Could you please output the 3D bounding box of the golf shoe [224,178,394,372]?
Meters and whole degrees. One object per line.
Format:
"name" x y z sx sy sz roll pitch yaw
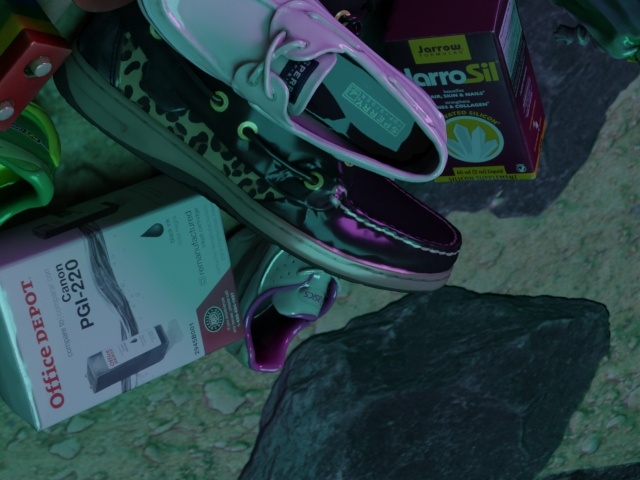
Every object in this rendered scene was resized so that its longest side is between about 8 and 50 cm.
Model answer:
"golf shoe" 0.000 0.000 1.085 0.115 0.140 0.306 21 116 -36

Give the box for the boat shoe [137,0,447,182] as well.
"boat shoe" -0.013 -0.126 0.795 0.258 0.084 0.095 26 107 -15

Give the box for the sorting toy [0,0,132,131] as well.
"sorting toy" -0.230 -0.184 0.759 0.255 0.089 0.257 -44 161 20

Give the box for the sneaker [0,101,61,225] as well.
"sneaker" -0.352 -0.028 0.904 0.295 0.123 0.109 -23 135 -4

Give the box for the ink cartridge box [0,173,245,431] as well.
"ink cartridge box" -0.191 0.049 1.002 0.218 0.092 0.159 -22 115 -27

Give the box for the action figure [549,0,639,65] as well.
"action figure" 0.242 -0.203 0.953 0.137 0.232 0.063 -18 134 -9

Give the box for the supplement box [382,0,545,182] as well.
"supplement box" 0.137 -0.145 1.033 0.104 0.081 0.188 -1 140 24

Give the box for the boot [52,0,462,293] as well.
"boot" 0.009 -0.146 0.907 0.377 0.138 0.284 31 110 -8
